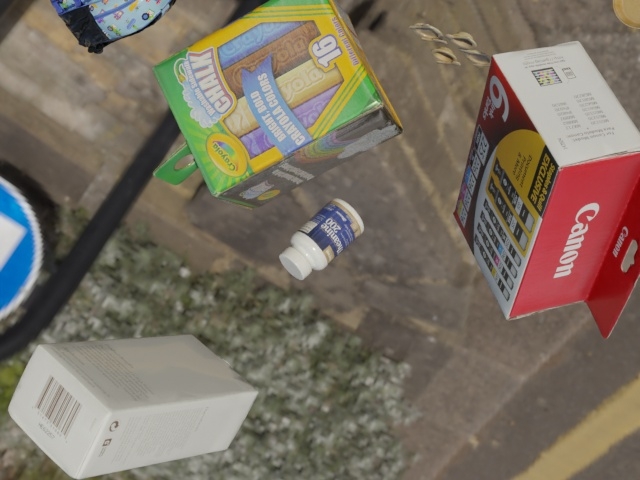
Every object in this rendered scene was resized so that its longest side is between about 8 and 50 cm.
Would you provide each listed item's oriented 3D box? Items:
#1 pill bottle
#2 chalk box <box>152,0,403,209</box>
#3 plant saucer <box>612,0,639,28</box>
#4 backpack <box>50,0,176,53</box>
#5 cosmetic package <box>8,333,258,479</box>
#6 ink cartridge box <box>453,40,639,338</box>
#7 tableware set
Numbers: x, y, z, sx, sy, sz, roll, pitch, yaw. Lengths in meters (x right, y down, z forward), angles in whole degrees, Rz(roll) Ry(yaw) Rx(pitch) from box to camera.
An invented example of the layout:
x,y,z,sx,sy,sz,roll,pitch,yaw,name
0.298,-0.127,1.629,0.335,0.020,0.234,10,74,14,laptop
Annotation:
x,y,z,sx,sy,sz,roll,pitch,yaw,name
0.000,0.000,1.611,0.067,0.120,0.067,41,160,19,pill bottle
-0.055,-0.115,1.003,0.132,0.213,0.132,65,-171,9,chalk box
0.435,-0.322,1.501,0.083,0.083,0.015,11,179,28,plant saucer
-0.288,-0.369,1.648,0.173,0.158,0.117,-4,135,44,backpack
-0.182,0.161,1.128,0.117,0.085,0.231,37,-164,30,cosmetic package
0.301,-0.048,1.453,0.130,0.272,0.309,-12,142,-14,ink cartridge box
0.259,-0.377,2.189,0.141,0.020,0.169,14,167,36,tableware set
